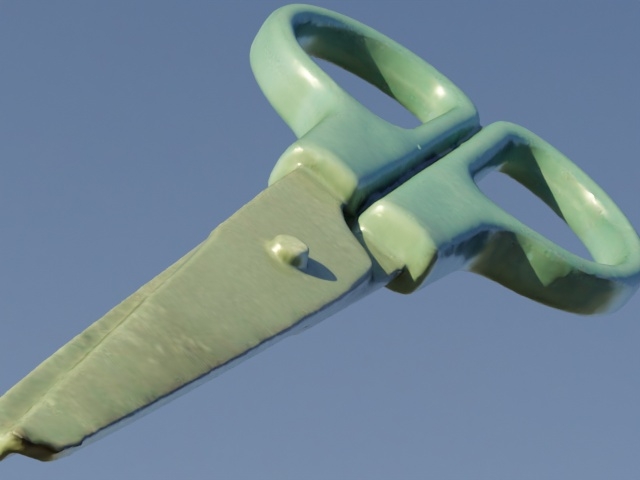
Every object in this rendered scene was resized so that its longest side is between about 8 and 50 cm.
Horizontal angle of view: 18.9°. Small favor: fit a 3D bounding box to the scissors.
[{"bbox_3d":[0.000,0.000,0.663,0.192,0.447,0.029,38,-67,8],"label":"scissors"}]
